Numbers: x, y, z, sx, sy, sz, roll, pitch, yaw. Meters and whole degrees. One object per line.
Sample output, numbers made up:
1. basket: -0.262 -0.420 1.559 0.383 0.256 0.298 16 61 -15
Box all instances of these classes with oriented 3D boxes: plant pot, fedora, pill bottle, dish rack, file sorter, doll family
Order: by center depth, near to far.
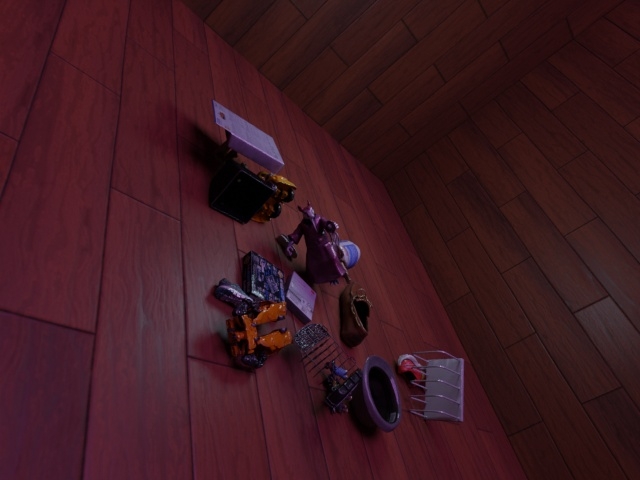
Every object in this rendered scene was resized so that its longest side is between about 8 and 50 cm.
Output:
1. dish rack: 0.018 0.414 1.523 0.271 0.074 0.208 47 24 15
2. doll family: 0.054 0.518 1.580 0.111 0.076 0.193 33 24 -32
3. fedora: 0.196 0.591 1.676 0.243 0.124 0.276 26 43 -45
4. plant pot: -0.329 -0.213 1.762 0.188 0.187 0.167 30 20 -44
5. file sorter: 0.523 0.664 2.019 0.173 0.192 0.278 30 57 -34
6. pill bottle: 0.103 0.077 2.218 0.152 0.152 0.272 58 22 12

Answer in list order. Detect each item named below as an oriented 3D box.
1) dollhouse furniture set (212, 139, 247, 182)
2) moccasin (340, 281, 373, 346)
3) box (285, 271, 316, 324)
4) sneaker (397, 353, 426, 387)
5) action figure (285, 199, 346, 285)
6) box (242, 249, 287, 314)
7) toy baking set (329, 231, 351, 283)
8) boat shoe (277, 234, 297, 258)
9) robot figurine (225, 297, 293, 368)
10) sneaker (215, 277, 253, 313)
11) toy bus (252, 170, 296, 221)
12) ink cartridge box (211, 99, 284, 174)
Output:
1. dollhouse furniture set: -0.361 -0.349 1.953 0.144 0.123 0.151 6 51 -61
2. moccasin: 0.171 0.310 2.011 0.139 0.147 0.380 48 23 -14
3. box: -0.084 0.227 1.772 0.145 0.038 0.186 47 24 -17
4. sneaker: 0.465 0.673 2.170 0.279 0.107 0.118 40 44 -23
5. action figure: 0.000 0.000 1.881 0.276 0.248 0.370 -47 124 -68
6. box: -0.204 0.161 1.612 0.175 0.051 0.220 38 27 -34
7. toy baking set: 0.091 0.067 1.969 0.197 0.030 0.256 83 -12 -46
8. boat shoe: -0.140 0.024 1.955 0.125 0.046 0.038 47 26 7
9. robot figurine: -0.190 0.281 1.381 0.291 0.085 0.211 3 73 -63
10. sneaker: -0.269 0.178 1.448 0.166 0.065 0.076 42 20 -32
11. toy bus: -0.239 -0.221 1.901 0.149 0.220 0.211 15 36 -52
12. ink cartridge box: -0.327 -0.441 1.878 0.330 0.071 0.324 27 22 -29
